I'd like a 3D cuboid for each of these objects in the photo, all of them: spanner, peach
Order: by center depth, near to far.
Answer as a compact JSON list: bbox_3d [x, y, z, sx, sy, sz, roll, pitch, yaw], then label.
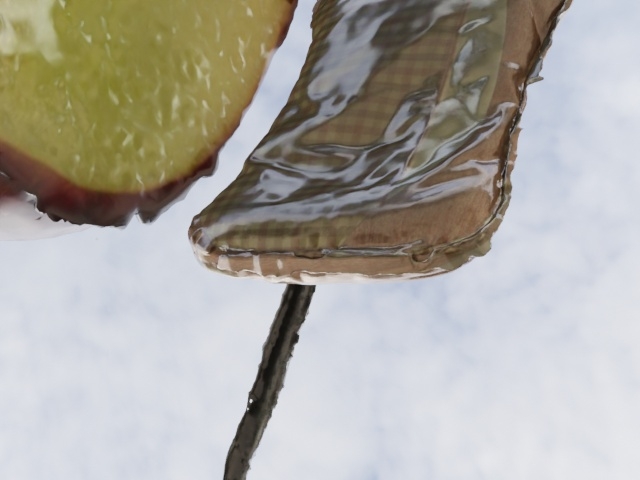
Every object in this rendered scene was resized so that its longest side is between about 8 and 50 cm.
[{"bbox_3d":[0.000,0.000,0.659,0.026,0.093,0.325,20,-111,2],"label":"spanner"},{"bbox_3d":[-0.160,-0.160,0.746,0.362,0.201,0.258,-51,-46,-33],"label":"peach"}]

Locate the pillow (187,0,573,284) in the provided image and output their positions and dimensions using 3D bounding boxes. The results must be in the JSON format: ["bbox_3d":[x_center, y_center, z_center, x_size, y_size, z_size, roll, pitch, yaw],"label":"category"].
[{"bbox_3d":[0.033,-0.058,0.520,0.135,0.211,0.034,0,-46,25],"label":"pillow"}]
